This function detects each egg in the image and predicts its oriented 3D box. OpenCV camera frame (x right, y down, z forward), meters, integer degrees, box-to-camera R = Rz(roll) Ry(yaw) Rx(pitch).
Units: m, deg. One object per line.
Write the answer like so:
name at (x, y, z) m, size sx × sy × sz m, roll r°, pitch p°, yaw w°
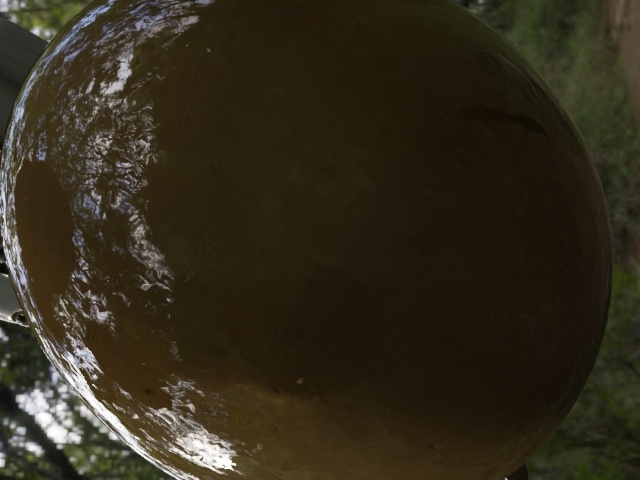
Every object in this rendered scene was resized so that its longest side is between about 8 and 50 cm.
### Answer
egg at (0.000, 0.000, 0.579) m, size 0.374 × 0.301 × 0.301 m, roll 43°, pitch -134°, yaw -47°

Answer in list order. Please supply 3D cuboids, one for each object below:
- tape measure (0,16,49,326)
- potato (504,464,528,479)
tape measure at (-0.243, -0.051, 0.902) m, size 0.265 × 0.258 × 0.130 m, roll -59°, pitch 12°, yaw 26°
potato at (0.106, 0.225, 1.121) m, size 0.098 × 0.243 × 0.138 m, roll -55°, pitch -41°, yaw -52°
